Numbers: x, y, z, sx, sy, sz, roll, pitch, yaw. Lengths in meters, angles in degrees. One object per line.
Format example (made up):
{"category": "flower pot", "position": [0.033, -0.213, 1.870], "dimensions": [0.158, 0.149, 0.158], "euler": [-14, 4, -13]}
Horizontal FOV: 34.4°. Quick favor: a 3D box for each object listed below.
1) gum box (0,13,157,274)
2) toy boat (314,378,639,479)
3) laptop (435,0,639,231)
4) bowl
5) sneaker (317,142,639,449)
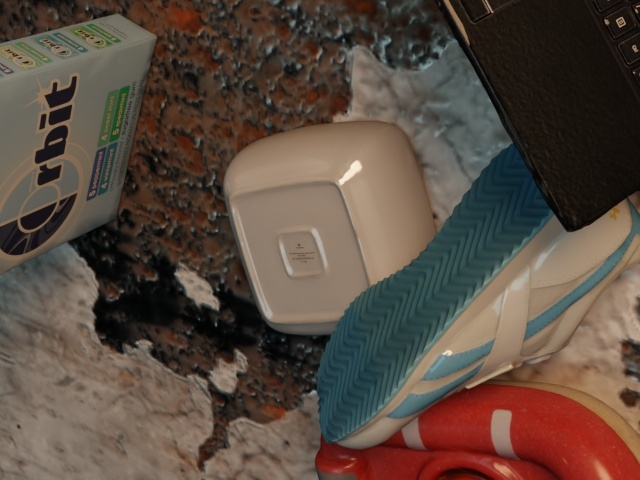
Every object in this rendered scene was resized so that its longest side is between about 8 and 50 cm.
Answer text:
{"category": "gum box", "position": [-0.195, -0.056, 0.680], "dimensions": [0.041, 0.184, 0.157], "euler": [32, 125, 17]}
{"category": "toy boat", "position": [0.086, 0.171, 0.620], "dimensions": [0.231, 0.151, 0.151], "euler": [-2, 109, 34]}
{"category": "laptop", "position": [0.175, -0.171, 0.421], "dimensions": [0.234, 0.264, 0.136], "euler": [61, 164, -3]}
{"category": "bowl", "position": [0.000, 0.000, 0.664], "dimensions": [0.142, 0.053, 0.142], "euler": [-6, 107, 36]}
{"category": "sneaker", "position": [0.084, 0.049, 0.586], "dimensions": [0.092, 0.087, 0.229], "euler": [26, 122, -31]}
